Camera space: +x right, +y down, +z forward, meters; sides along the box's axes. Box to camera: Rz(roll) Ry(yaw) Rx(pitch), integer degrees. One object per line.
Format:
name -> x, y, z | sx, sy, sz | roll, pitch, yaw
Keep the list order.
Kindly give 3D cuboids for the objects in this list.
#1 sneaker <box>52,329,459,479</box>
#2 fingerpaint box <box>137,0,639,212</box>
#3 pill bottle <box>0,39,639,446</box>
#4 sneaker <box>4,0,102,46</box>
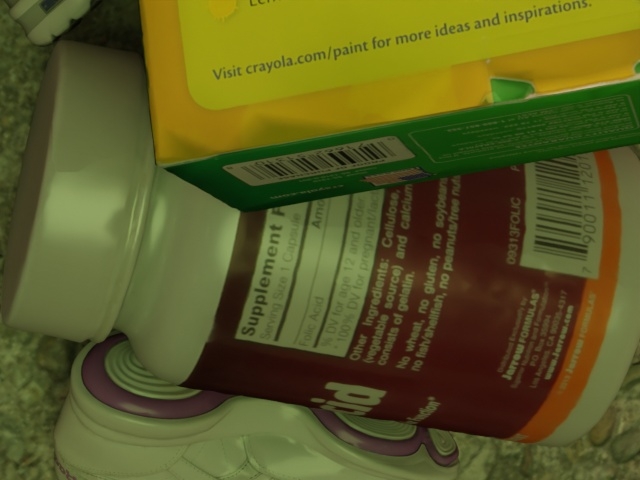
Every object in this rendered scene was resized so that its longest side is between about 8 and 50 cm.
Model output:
sneaker -> -0.049, 0.147, 1.255 | 0.305, 0.114, 0.152 | 12, 131, -20
fingerpaint box -> 0.124, -0.239, 0.926 | 0.444, 0.163, 0.371 | -10, 80, 13
pill bottle -> 0.000, 0.000, 1.139 | 0.392, 0.224, 0.224 | 11, 104, -14
sneaker -> -0.120, -0.258, 1.099 | 0.115, 0.105, 0.281 | 43, 91, -11
